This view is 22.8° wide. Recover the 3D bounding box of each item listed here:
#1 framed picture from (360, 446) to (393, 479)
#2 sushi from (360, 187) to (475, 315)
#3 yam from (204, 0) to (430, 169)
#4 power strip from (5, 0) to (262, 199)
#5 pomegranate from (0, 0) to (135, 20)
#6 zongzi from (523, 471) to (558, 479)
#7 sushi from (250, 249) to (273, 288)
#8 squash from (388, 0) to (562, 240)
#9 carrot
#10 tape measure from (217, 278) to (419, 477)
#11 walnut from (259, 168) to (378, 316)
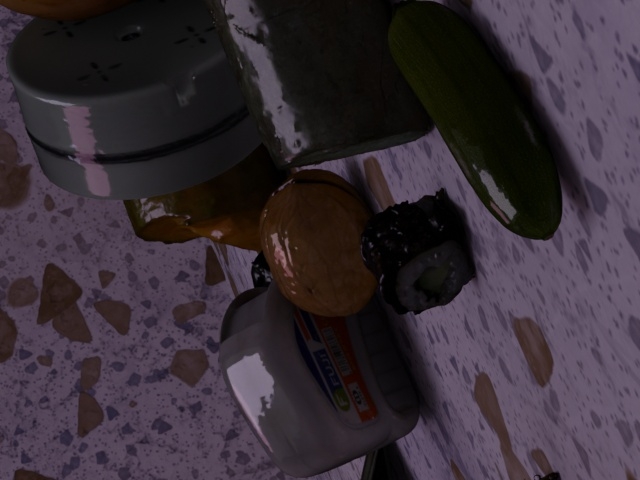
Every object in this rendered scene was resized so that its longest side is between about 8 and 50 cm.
[{"bbox_3d":[0.072,0.433,2.320,0.231,0.018,0.293,78,-160,-49],"label":"framed picture"},{"bbox_3d":[0.087,0.010,1.481,0.084,0.094,0.098,-118,6,-52],"label":"sushi"},{"bbox_3d":[-0.013,-0.192,1.419,0.161,0.161,0.268,168,79,-81],"label":"yam"},{"bbox_3d":[-0.234,-0.212,2.091,0.357,0.358,0.161,-123,16,-53],"label":"power strip"},{"bbox_3d":[-0.358,-0.470,2.010,0.410,0.410,0.410,159,90,-81],"label":"pomegranate"},{"bbox_3d":[0.204,0.242,1.480,0.083,0.073,0.067,21,-149,-44],"label":"zongzi"},{"bbox_3d":[-0.011,0.103,2.171,0.124,0.127,0.225,90,156,-66],"label":"sushi"},{"bbox_3d":[0.110,-0.103,1.167,0.069,0.069,0.258,80,165,-52],"label":"squash"},{"bbox_3d":[-0.183,-0.097,2.387,0.241,0.242,0.340,107,142,-76],"label":"carrot"},{"bbox_3d":[-0.008,0.150,1.956,0.265,0.130,0.258,-13,-103,-54],"label":"tape measure"},{"bbox_3d":[0.000,0.000,1.846,0.180,0.144,0.144,64,174,-26],"label":"walnut"}]
